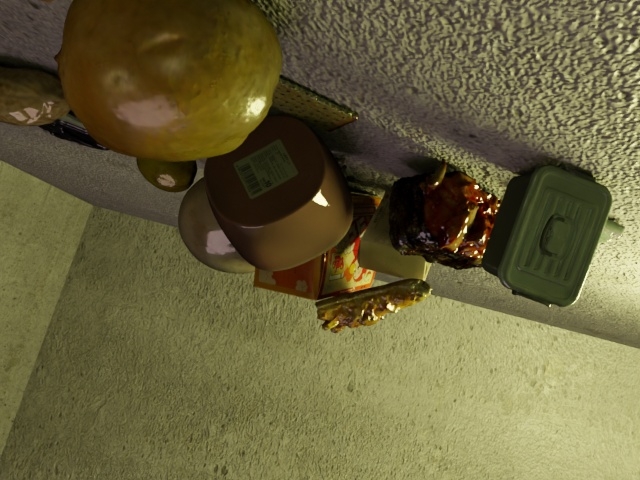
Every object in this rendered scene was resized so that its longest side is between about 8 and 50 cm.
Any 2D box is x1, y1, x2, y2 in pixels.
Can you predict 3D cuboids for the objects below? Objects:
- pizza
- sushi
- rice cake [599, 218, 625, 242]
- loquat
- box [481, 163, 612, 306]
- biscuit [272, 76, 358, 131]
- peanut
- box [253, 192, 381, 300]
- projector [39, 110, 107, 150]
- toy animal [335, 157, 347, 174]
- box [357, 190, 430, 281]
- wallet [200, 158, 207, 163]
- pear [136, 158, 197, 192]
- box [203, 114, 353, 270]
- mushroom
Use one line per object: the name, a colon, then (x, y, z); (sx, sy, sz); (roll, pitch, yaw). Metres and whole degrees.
pizza: (0.126, 0.150, 1.431); (0.268, 0.087, 0.258); (-16, 176, 5)
sushi: (0.284, -0.051, 1.282); (0.343, 0.197, 0.182); (18, 154, -41)
rice cake: (0.524, -0.047, 1.246); (0.221, 0.042, 0.080); (20, 166, -16)
loquat: (-0.202, -0.229, 0.817); (0.283, 0.276, 0.276); (16, 171, -14)
box: (0.404, -0.013, 1.109); (0.163, 0.243, 0.135); (17, -177, -10)
biscuit: (-0.053, -0.257, 1.099); (0.231, 0.016, 0.139); (20, 170, -23)
peanut: (-0.726, -0.344, 1.419); (0.325, 0.140, 0.153); (10, -172, 13)
box: (0.000, 0.000, 1.553); (0.213, 0.260, 0.283); (12, -170, 31)
projector: (-0.679, -0.316, 1.662); (0.259, 0.079, 0.257); (12, 171, 36)
toy animal: (0.024, -0.154, 1.424); (0.086, 0.069, 0.219); (24, 168, -18)
box: (0.201, -0.013, 1.462); (0.168, 0.212, 0.095); (16, 133, 16)
wallet: (-0.250, -0.241, 1.421); (0.274, 0.068, 0.335); (1, 156, 47)
pear: (-0.408, -0.206, 1.620); (0.162, 0.149, 0.149); (35, 170, -2)
box: (-0.094, -0.103, 1.231); (0.300, 0.301, 0.216); (14, 167, 15)
mushroom: (-0.224, -0.079, 1.715); (0.362, 0.295, 0.362); (-11, 143, -8)
